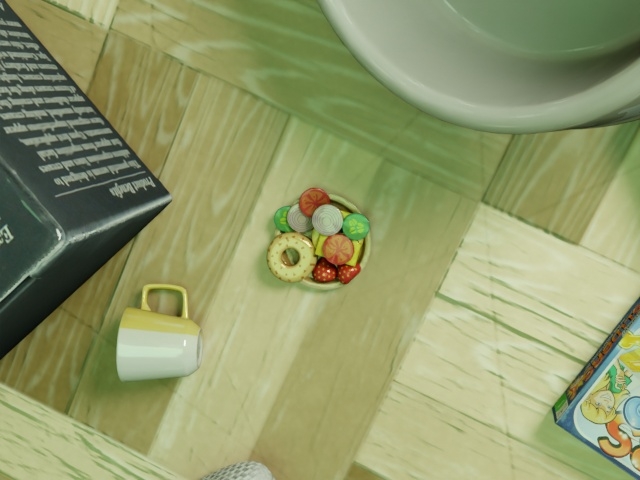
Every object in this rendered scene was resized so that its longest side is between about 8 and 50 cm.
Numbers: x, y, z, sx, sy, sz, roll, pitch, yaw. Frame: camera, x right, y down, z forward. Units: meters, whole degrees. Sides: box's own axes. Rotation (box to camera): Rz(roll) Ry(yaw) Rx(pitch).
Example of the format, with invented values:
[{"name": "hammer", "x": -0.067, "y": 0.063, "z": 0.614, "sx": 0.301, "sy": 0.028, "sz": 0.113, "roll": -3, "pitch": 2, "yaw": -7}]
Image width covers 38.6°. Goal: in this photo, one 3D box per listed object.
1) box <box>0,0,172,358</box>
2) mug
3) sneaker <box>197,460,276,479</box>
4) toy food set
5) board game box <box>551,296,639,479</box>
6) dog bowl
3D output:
[{"name": "box", "x": -0.368, "y": -0.074, "z": 0.697, "sx": 0.293, "sy": 0.212, "sz": 0.395, "roll": -40, "pitch": 91, "yaw": 15}, {"name": "mug", "x": -0.132, "y": 0.081, "z": 0.763, "sx": 0.064, "sy": 0.062, "sz": 0.078, "roll": 3, "pitch": 108, "yaw": 2}, {"name": "sneaker", "x": -0.147, "y": 0.360, "z": 0.778, "sx": 0.365, "sy": 0.137, "sz": 0.210, "roll": -33, "pitch": 91, "yaw": 11}, {"name": "toy food set", "x": 0.000, "y": 0.000, "z": 0.741, "sx": 0.083, "sy": 0.020, "sz": 0.083, "roll": 17, "pitch": 103, "yaw": 7}, {"name": "board game box", "x": 0.302, "y": 0.141, "z": 0.705, "sx": 0.201, "sy": 0.035, "sz": 0.136, "roll": 34, "pitch": 105, "yaw": 3}, {"name": "dog bowl", "x": 0.122, "y": -0.223, "z": 0.549, "sx": 0.348, "sy": 0.102, "sz": 0.349, "roll": 20, "pitch": 123, "yaw": 34}]
